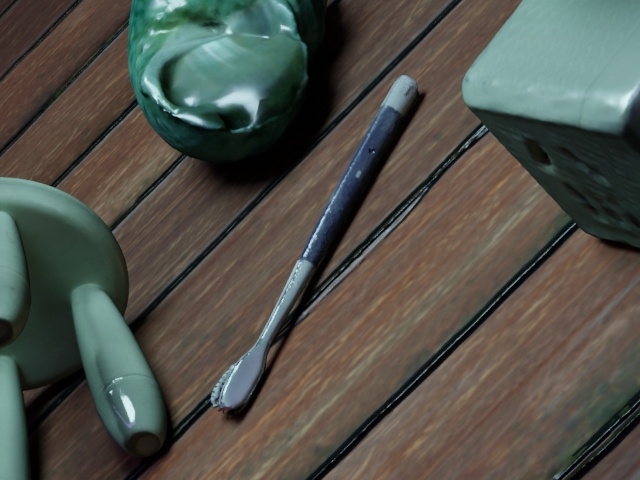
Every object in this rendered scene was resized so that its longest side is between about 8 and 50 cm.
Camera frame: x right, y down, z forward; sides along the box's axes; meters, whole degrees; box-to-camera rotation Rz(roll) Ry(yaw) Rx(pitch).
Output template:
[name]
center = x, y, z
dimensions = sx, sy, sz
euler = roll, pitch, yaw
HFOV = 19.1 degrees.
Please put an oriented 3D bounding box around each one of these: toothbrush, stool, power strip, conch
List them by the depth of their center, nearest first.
[power strip]
center = 0.179, -0.085, 1.060
dimensions = 0.139, 0.140, 0.224
euler = -53, 27, -10
[toothbrush]
center = 0.000, 0.000, 1.323
dimensions = 0.288, 0.024, 0.026
euler = -61, 17, -22
[stool]
center = -0.230, 0.082, 1.355
dimensions = 0.195, 0.195, 0.198
euler = -39, 31, 15
[conch]
center = -0.067, -0.156, 1.509
dimensions = 0.196, 0.134, 0.202
euler = 35, 73, 21
